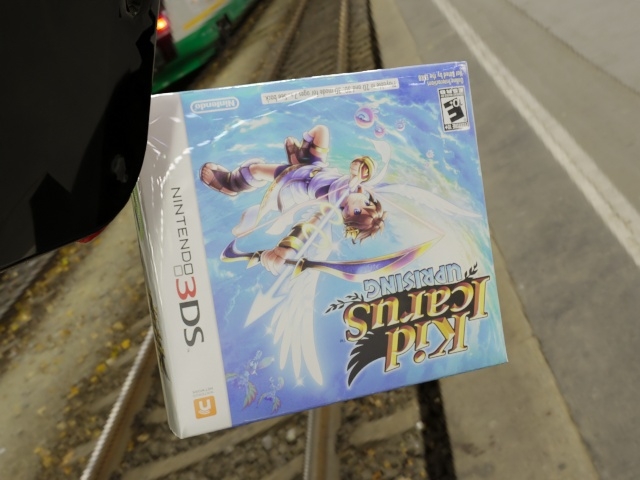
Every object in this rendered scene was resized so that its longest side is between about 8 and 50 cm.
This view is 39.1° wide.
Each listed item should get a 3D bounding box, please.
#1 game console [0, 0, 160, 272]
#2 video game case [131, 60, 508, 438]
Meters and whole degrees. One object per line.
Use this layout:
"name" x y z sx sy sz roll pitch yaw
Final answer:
"game console" -0.167 -0.155 0.377 0.060 0.386 0.342 13 17 18
"video game case" 0.000 0.000 0.689 0.270 0.244 0.061 -10 6 -18
